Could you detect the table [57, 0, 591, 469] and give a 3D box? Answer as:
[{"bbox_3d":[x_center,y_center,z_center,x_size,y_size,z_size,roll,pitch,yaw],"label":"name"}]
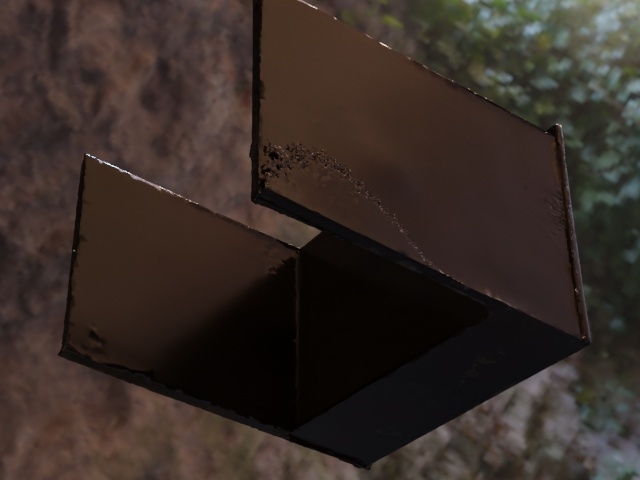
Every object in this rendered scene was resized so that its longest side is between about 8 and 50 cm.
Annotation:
[{"bbox_3d":[0.000,0.000,0.990,0.251,0.282,0.196,-37,41,41],"label":"table"}]
